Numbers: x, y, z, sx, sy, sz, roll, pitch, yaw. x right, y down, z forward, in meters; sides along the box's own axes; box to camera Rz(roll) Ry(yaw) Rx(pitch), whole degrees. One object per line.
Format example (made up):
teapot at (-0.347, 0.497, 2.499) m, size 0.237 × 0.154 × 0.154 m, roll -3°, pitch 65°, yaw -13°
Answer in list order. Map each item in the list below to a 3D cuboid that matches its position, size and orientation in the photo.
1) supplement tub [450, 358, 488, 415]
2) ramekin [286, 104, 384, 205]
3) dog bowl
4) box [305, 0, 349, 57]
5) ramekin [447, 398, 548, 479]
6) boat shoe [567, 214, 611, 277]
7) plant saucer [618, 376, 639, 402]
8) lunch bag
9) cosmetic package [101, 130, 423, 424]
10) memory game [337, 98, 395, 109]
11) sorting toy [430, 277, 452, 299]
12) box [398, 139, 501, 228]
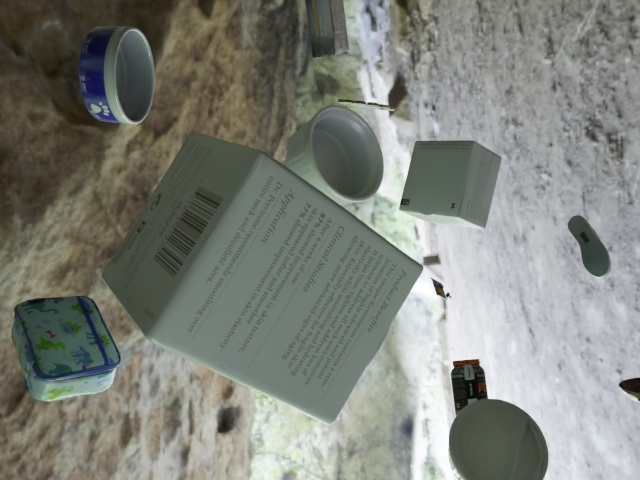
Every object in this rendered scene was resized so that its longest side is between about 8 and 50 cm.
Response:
supplement tub at (0.500, 0.496, 2.182) m, size 0.117 × 0.116 × 0.191 m, roll 77°, pitch -172°, yaw -79°
ramekin at (0.036, -0.225, 1.829) m, size 0.135 × 0.277 × 0.278 m, roll -19°, pitch 70°, yaw 48°
dog bowl at (-0.566, -0.464, 1.827) m, size 0.265 × 0.104 × 0.265 m, roll 5°, pitch -90°, yaw -82°
box at (0.015, -0.530, 1.524) m, size 0.231 × 0.056 × 0.183 m, roll -61°, pitch -34°, yaw -68°
ramekin at (0.478, 0.588, 1.802) m, size 0.127 × 0.272 × 0.273 m, roll 96°, pitch 172°, yaw -58°
boat shoe at (0.825, 0.025, 1.979) m, size 0.076 × 0.080 × 0.229 m, roll 27°, pitch -146°, yaw -38°
plant saucer at (0.727, 0.322, 1.386) m, size 0.168 × 0.168 × 0.029 m, roll 17°, pitch -112°, yaw -88°
lunch bag at (-0.505, 0.206, 1.295) m, size 0.219 × 0.176 × 0.090 m, roll 52°, pitch 128°, yaw 37°
cosmetic package at (-0.107, 0.060, 1.158) m, size 0.330 × 0.393 × 0.327 m, roll -58°, pitch 33°, yaw -5°
memory game at (0.144, -0.426, 2.042) m, size 0.186 × 0.186 × 0.012 m, roll -81°, pitch -1°, yaw -82°
sorting toy at (0.339, 0.137, 1.814) m, size 0.083 × 0.012 × 0.062 m, roll 26°, pitch -143°, yaw -45°
box at (0.305, -0.134, 1.539) m, size 0.119 × 0.180 × 0.182 m, roll 17°, pitch -95°, yaw -42°
